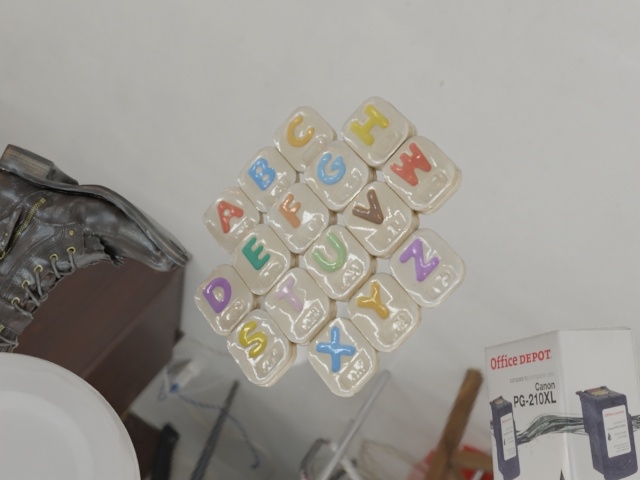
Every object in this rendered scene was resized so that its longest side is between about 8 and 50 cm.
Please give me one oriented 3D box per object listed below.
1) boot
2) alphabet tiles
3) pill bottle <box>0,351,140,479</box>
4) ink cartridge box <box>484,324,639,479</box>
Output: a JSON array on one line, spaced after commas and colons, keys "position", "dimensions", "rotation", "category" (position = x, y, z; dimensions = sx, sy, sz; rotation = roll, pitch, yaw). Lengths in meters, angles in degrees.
[{"position": [-0.278, 0.045, 0.950], "dimensions": [0.263, 0.229, 0.091], "rotation": [24, 170, 24], "category": "boot"}, {"position": [0.000, 0.000, 0.929], "dimensions": [0.021, 0.284, 0.278], "rotation": [28, -162, -52], "category": "alphabet tiles"}, {"position": [-0.264, 0.226, 0.693], "dimensions": [0.181, 0.181, 0.323], "rotation": [40, 132, -1], "category": "pill bottle"}, {"position": [0.266, 0.220, 1.052], "dimensions": [0.100, 0.237, 0.172], "rotation": [2, 167, -18], "category": "ink cartridge box"}]
